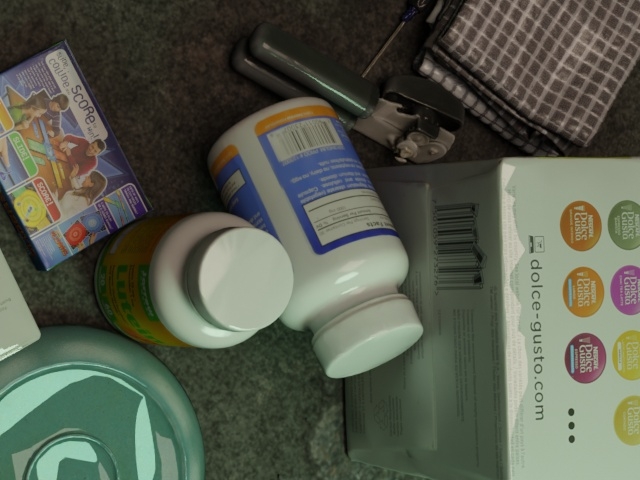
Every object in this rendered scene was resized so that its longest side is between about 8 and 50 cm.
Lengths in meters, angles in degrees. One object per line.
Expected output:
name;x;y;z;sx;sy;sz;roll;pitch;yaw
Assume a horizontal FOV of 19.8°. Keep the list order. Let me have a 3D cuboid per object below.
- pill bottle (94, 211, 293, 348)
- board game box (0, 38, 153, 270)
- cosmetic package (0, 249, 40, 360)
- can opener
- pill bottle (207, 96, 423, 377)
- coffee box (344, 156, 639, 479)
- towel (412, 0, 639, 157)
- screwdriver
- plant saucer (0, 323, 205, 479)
pill bottle;-0.125;0.040;1.854;0.136;0.245;0.136;1;88;-27
board game box;-0.278;-0.088;1.897;0.136;0.035;0.201;-31;103;-24
cosmetic package;-0.430;-0.039;1.730;0.155;0.197;0.365;-27;102;-25
can opener;0.032;-0.166;2.045;0.280;0.074;0.093;24;55;-25
pill bottle;0.000;0.000;1.917;0.152;0.152;0.272;-16;70;-26
coffee box;0.247;0.082;1.992;0.334;0.338;0.338;-1;90;-28
towel;0.264;-0.260;2.131;0.235;0.121;0.284;36;74;-21
screwdriver;0.085;-0.241;2.099;0.025;0.024;0.170;39;77;10
plant saucer;-0.259;0.245;1.881;0.317;0.043;0.318;-1;93;-25
